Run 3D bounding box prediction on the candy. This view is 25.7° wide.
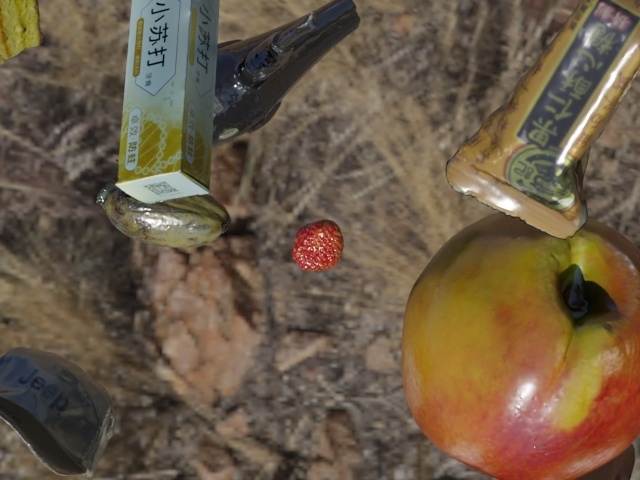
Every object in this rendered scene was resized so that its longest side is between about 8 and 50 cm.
[{"bbox_3d":[0.236,-0.131,1.306,0.143,0.101,0.271,34,111,9],"label":"candy"}]

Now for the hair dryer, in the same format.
[{"bbox_3d":[-0.033,-0.231,1.684,0.120,0.304,0.359,58,161,-4],"label":"hair dryer"}]

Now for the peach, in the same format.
[{"bbox_3d":[0.222,0.118,1.525,0.332,0.308,0.308,-46,52,56],"label":"peach"}]

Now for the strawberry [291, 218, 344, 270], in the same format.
[{"bbox_3d":[0.000,0.000,1.879,0.073,0.073,0.083,57,146,33],"label":"strawberry"}]

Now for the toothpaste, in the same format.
[{"bbox_3d":[-0.155,-0.197,1.477,0.089,0.071,0.313,-9,67,27],"label":"toothpaste"}]

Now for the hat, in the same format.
[{"bbox_3d":[-0.360,0.202,1.807,0.214,0.244,0.149,33,72,3],"label":"hat"}]

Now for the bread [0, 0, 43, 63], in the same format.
[{"bbox_3d":[-0.431,-0.345,1.700,0.184,0.110,0.234,46,153,22],"label":"bread"}]

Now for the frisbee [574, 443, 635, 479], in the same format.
[{"bbox_3d":[0.290,0.334,1.684,0.021,0.251,0.251,37,116,-4],"label":"frisbee"}]

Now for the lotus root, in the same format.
[{"bbox_3d":[-0.208,-0.036,1.861,0.080,0.179,0.089,103,-177,-54],"label":"lotus root"}]
